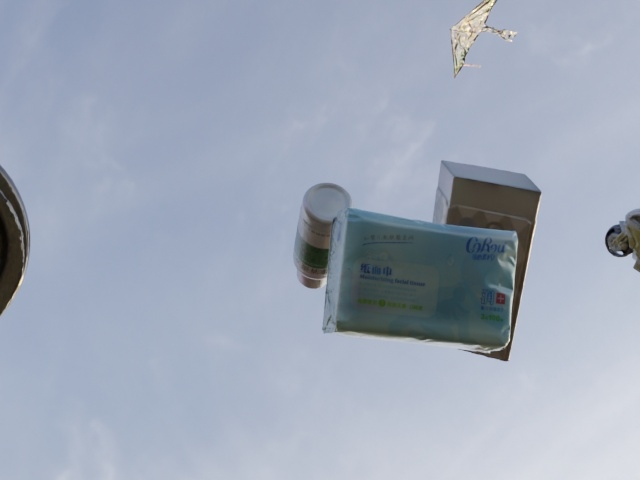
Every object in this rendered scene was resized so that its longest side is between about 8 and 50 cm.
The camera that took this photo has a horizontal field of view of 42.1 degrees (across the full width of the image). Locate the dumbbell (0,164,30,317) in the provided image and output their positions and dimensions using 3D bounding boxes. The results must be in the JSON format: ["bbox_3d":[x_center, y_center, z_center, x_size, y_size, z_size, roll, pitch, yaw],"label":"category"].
[{"bbox_3d":[-0.367,-0.005,0.697,0.290,0.192,0.192,9,-33,45],"label":"dumbbell"}]

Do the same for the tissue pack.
[{"bbox_3d":[0.143,0.059,1.177,0.263,0.177,0.089,8,-9,-15],"label":"tissue pack"}]

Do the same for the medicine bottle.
[{"bbox_3d":[0.000,0.000,1.546,0.095,0.095,0.260,6,-31,-3],"label":"medicine bottle"}]

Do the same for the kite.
[{"bbox_3d":[0.278,-0.354,1.385,0.006,0.244,0.198,43,-58,23],"label":"kite"}]

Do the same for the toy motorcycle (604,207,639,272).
[{"bbox_3d":[0.610,0.004,1.473,0.074,0.228,0.151,-9,-59,-34],"label":"toy motorcycle"}]

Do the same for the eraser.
[{"bbox_3d":[0.317,0.045,1.699,0.213,0.082,0.397,13,-59,15],"label":"eraser"}]
